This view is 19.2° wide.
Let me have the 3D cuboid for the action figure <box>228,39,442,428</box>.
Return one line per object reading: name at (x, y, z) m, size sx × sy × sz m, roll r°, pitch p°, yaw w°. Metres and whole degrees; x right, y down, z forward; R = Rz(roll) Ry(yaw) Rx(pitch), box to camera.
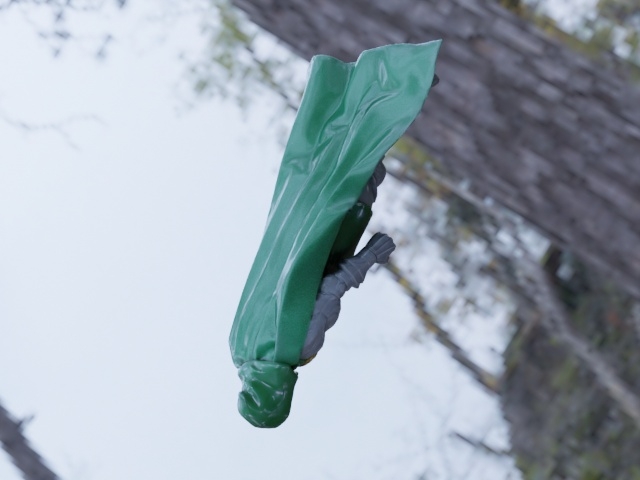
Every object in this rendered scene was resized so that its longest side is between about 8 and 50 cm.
action figure at (0.000, 0.000, 1.090) m, size 0.137 × 0.063 × 0.232 m, roll -12°, pitch 53°, yaw 59°
